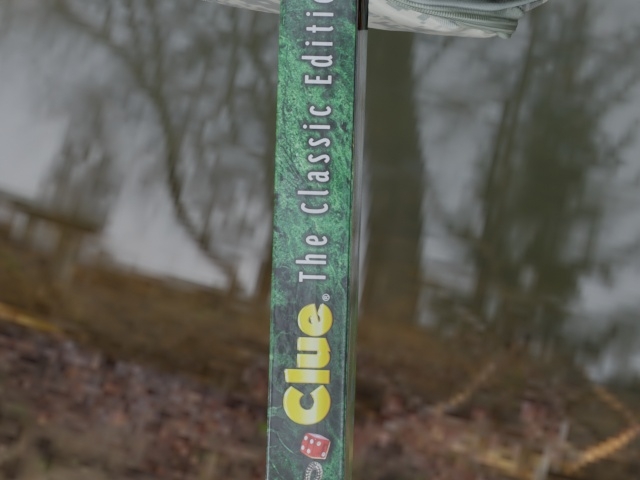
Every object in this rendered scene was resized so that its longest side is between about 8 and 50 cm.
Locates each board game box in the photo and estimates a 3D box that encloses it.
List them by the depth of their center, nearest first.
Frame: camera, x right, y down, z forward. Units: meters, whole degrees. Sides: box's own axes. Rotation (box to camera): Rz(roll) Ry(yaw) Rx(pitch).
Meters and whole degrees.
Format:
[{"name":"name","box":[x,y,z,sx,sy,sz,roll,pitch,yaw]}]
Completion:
[{"name":"board game box","box":[0.000,0.000,0.672,0.030,0.259,0.136,2,179,0]}]

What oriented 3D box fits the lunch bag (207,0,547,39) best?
[{"name":"lunch bag","box":[0.015,-0.224,1.092,0.256,0.212,0.305,-26,-152,-36]}]
